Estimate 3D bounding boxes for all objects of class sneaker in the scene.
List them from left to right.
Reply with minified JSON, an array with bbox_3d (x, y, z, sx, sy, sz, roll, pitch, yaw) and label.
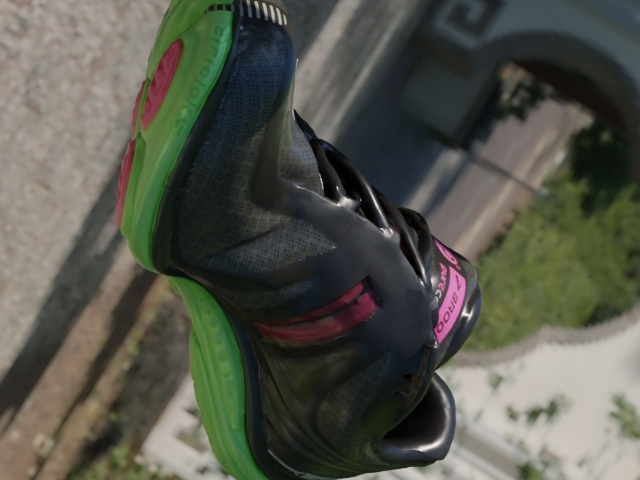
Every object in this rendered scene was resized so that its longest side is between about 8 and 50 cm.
[{"bbox_3d":[0.000,0.000,1.144,0.483,0.202,0.185,73,21,-55],"label":"sneaker"}]
